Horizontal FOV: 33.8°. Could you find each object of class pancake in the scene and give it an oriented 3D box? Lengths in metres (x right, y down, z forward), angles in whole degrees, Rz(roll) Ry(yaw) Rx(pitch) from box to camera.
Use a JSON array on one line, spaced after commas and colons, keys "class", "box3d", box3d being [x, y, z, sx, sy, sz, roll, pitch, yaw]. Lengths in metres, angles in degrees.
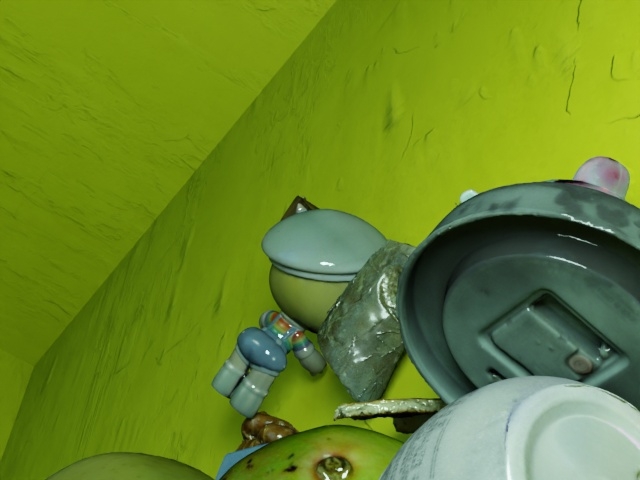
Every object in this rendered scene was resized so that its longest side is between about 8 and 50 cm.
[{"class": "pancake", "box3d": [0.107, 0.220, 1.280, 0.266, 0.244, 0.057, -14, 74, 54]}]

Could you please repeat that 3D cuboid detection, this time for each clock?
[{"class": "clock", "box3d": [0.233, 0.089, 1.035, 0.325, 0.325, 0.067, -37, 11, 45]}]

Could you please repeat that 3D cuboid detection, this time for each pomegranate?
[{"class": "pomegranate", "box3d": [0.007, 0.356, 1.220, 0.216, 0.310, 0.358, -106, 12, -47]}]

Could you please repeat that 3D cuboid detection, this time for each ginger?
[{"class": "ginger", "box3d": [-0.084, 0.342, 1.768, 0.162, 0.073, 0.103, -6, 68, 59]}]

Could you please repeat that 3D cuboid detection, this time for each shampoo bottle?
[{"class": "shampoo bottle", "box3d": [0.181, 0.273, 0.959, 0.266, 0.273, 0.273, -49, 20, 49]}]

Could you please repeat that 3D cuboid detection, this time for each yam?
[{"class": "yam", "box3d": [0.095, 0.112, 1.580, 0.254, 0.154, 0.154, -58, 20, 5]}]

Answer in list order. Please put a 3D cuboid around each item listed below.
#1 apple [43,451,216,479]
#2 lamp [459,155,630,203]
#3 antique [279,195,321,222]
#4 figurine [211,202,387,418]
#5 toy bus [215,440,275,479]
[{"class": "apple", "box3d": [-0.255, 0.515, 1.403, 0.473, 0.474, 0.473, -47, 23, 27]}, {"class": "lamp", "box3d": [0.234, 0.045, 1.220, 0.301, 0.247, 0.247, -46, 19, 49]}, {"class": "antique", "box3d": [0.000, 0.000, 2.024, 0.087, 0.093, 0.310, -56, 20, 5]}, {"class": "figurine", "box3d": [-0.034, 0.124, 1.747, 0.224, 0.205, 0.381, 22, 84, 32]}, {"class": "toy bus", "box3d": [-0.055, 0.366, 1.561, 0.234, 0.133, 0.116, -26, 36, 49]}]
